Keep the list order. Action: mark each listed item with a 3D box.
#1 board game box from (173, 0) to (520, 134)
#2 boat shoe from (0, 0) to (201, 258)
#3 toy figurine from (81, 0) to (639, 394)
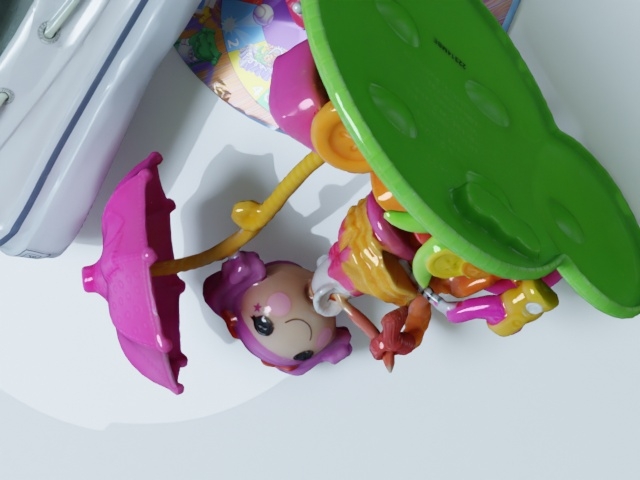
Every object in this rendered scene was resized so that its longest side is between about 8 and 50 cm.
[{"bbox_3d":[0.011,-0.116,0.573,0.133,0.033,0.169,25,101,12],"label":"board game box"},{"bbox_3d":[-0.086,-0.098,0.561,0.083,0.075,0.226,39,109,55],"label":"boat shoe"},{"bbox_3d":[0.000,0.000,0.557,0.159,0.130,0.173,-32,126,31],"label":"toy figurine"}]
